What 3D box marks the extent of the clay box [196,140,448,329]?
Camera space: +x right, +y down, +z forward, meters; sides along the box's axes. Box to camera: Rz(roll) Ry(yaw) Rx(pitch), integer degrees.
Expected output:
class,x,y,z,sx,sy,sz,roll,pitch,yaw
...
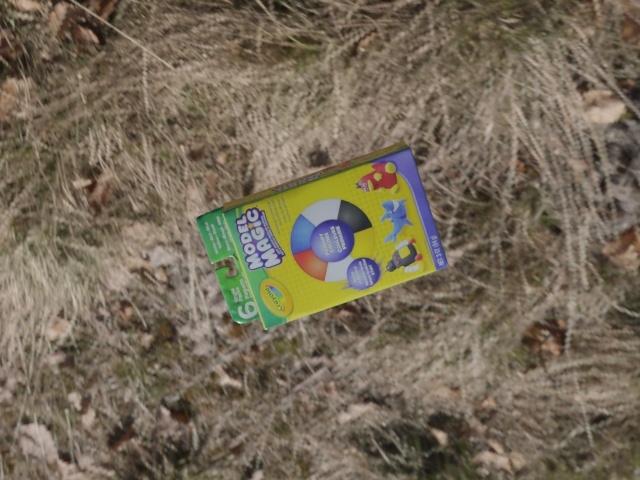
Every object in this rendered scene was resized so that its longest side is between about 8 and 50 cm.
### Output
class,x,y,z,sx,sy,sz,roll,pitch,yaw
clay box,0.000,0.000,1.042,0.222,0.053,0.128,-20,104,0
